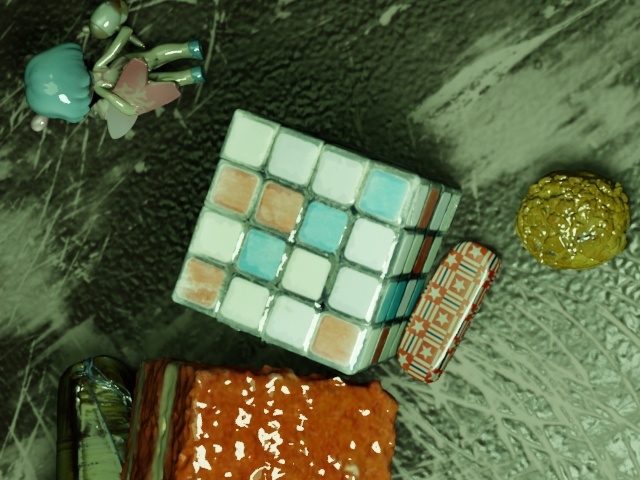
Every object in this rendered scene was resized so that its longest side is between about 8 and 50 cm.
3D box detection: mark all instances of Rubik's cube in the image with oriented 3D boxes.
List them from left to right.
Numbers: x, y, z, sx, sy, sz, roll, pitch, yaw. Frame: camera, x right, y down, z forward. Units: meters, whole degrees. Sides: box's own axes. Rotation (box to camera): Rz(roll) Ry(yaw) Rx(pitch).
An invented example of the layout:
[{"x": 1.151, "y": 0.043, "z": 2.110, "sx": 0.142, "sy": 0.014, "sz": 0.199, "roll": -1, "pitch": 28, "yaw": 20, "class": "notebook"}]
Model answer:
[{"x": 0.000, "y": 0.000, "z": 1.746, "sx": 0.259, "sy": 0.256, "sz": 0.253, "roll": 23, "pitch": 95, "yaw": 15, "class": "Rubik's cube"}]

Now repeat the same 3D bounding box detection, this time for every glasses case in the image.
[{"x": 0.164, "y": 0.090, "z": 1.803, "sx": 0.073, "sy": 0.049, "sz": 0.195, "roll": 30, "pitch": 98, "yaw": 16, "class": "glasses case"}]

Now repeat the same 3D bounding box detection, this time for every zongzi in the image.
[{"x": -0.209, "y": 0.298, "z": 1.887, "sx": 0.299, "sy": 0.138, "sz": 0.286, "roll": 0, "pitch": 82, "yaw": 2, "class": "zongzi"}]

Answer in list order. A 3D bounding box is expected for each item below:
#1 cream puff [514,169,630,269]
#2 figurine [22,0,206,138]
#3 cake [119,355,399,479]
[{"x": 0.312, "y": -0.025, "z": 1.731, "sx": 0.143, "sy": 0.103, "sz": 0.126, "roll": -2, "pitch": 90, "yaw": 23, "class": "cream puff"}, {"x": -0.290, "y": -0.249, "z": 1.919, "sx": 0.260, "sy": 0.103, "sz": 0.205, "roll": -8, "pitch": 89, "yaw": 7, "class": "figurine"}, {"x": -0.089, "y": 0.287, "z": 1.700, "sx": 0.269, "sy": 0.319, "sz": 0.270, "roll": 10, "pitch": 84, "yaw": -21, "class": "cake"}]
